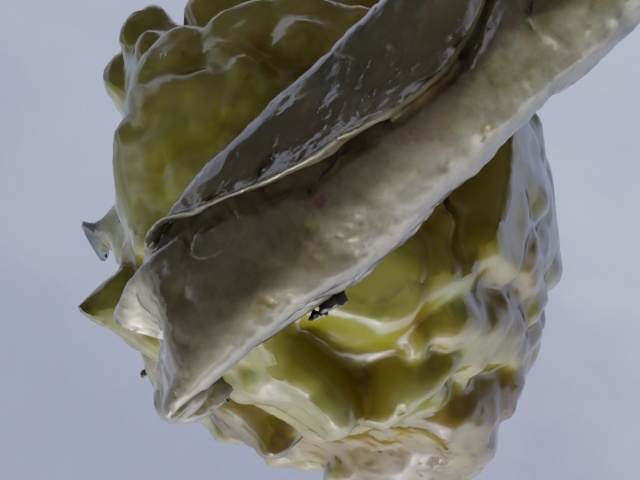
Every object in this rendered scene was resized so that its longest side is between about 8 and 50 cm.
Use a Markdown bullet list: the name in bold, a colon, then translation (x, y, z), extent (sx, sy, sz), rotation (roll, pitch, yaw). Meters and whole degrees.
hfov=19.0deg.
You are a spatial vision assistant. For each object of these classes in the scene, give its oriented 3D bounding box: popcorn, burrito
- **popcorn**: translation (-0.007, -0.005, 0.840), extent (0.225, 0.249, 0.249), rotation (4, -129, 9)
- **burrito**: translation (0.012, -0.028, 0.669), extent (0.226, 0.060, 0.087), rotation (-45, -142, 7)
